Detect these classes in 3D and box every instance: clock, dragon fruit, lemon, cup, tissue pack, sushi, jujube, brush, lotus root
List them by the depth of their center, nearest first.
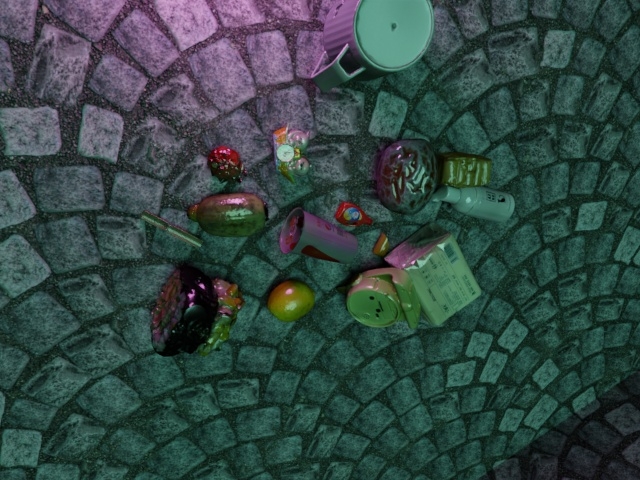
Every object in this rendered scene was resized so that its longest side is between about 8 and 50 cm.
[{"bbox_3d":[0.173,-0.670,1.427,0.310,0.392,0.400,16,108,-15],"label":"cup"},{"bbox_3d":[-0.350,-0.279,1.539,0.121,0.130,0.142,-32,154,-12],"label":"dragon fruit"},{"bbox_3d":[-0.352,-0.095,1.589,0.310,0.173,0.173,-4,109,-7],"label":"lotus root"},{"bbox_3d":[-0.465,0.289,1.591,0.285,0.328,0.328,25,98,-33],"label":"sushi"},{"bbox_3d":[-0.570,-0.042,1.601,0.248,0.036,0.043,29,93,-16],"label":"brush"},{"bbox_3d":[-0.108,-0.334,1.602,0.144,0.103,0.230,-4,108,-7],"label":"clock"},{"bbox_3d":[0.353,-0.255,1.696,0.247,0.215,0.307,-6,105,2],"label":"jujube"},{"bbox_3d":[0.000,0.000,1.711,0.289,0.203,0.203,18,102,-28],"label":"cup"},{"bbox_3d":[-0.123,0.255,1.764,0.207,0.170,0.170,-32,114,-13],"label":"lemon"},{"bbox_3d":[0.246,0.264,1.821,0.349,0.117,0.286,-8,124,27],"label":"clock"},{"bbox_3d":[0.514,0.156,1.896,0.297,0.207,0.380,-34,114,-5],"label":"tissue pack"}]

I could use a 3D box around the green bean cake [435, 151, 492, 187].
[{"bbox_3d":[0.580,-0.303,1.755,0.224,0.229,0.131,-2,107,-12],"label":"green bean cake"}]

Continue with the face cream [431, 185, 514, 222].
[{"bbox_3d":[0.678,-0.180,1.866,0.370,0.145,0.145,10,105,-21],"label":"face cream"}]

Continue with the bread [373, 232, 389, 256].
[{"bbox_3d":[0.283,0.024,1.869,0.062,0.049,0.103,23,102,-22],"label":"bread"}]

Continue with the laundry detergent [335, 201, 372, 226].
[{"bbox_3d":[0.150,-0.098,1.789,0.165,0.049,0.097,22,107,-23],"label":"laundry detergent"}]
